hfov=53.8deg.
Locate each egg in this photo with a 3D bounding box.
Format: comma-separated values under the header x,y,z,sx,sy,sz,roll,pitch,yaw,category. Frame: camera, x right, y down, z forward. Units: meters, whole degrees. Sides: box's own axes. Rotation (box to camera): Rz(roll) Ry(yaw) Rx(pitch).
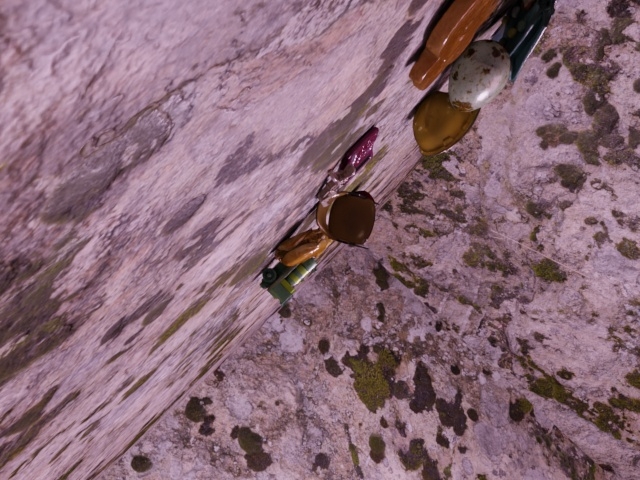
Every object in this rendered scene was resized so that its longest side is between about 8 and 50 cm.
x,y,z,sx,sy,sz,roll,pitch,yaw,category
0.470,-0.490,1.893,0.169,0.169,0.231,-40,161,-53,egg

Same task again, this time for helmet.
x,y,z,sx,sy,sz,roll,pitch,yaw,category
0.383,-0.405,2.037,0.257,0.140,0.205,-54,-151,-13,helmet

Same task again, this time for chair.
x,y,z,sx,sy,sz,roll,pitch,yaw,category
0.083,-0.068,1.969,0.247,0.173,0.158,18,85,-84,chair

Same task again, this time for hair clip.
x,y,z,sx,sy,sz,roll,pitch,yaw,category
0.022,-0.138,1.707,0.072,0.034,0.226,-17,165,-27,hair clip

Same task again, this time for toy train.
x,y,z,sx,sy,sz,roll,pitch,yaw,category
-0.098,0.100,2.023,0.200,0.132,0.083,-45,176,-1,toy train

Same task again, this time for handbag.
x,y,z,sx,sy,sz,roll,pitch,yaw,category
0.618,-0.662,1.923,0.274,0.100,0.268,110,2,-67,handbag

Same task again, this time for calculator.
x,y,z,sx,sy,sz,roll,pitch,yaw,category
0.102,-0.230,1.708,0.126,0.034,0.190,-44,169,-15,calculator

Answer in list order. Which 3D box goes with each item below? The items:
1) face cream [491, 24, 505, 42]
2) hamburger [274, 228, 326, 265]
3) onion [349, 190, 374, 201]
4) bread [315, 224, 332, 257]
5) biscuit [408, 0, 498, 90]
x,y,z,sx,sy,sz,roll,pitch,yaw,category
0.686,-0.758,2.134,0.077,0.077,0.250,-40,171,-50,face cream
-0.058,0.022,1.884,0.147,0.083,0.138,-28,171,21,hamburger
0.150,-0.125,2.374,0.131,0.131,0.131,-46,175,-6,onion
0.000,0.000,2.375,0.132,0.074,0.053,-47,-174,19,bread
0.295,-0.464,1.386,0.275,0.052,0.355,-46,174,-7,biscuit
